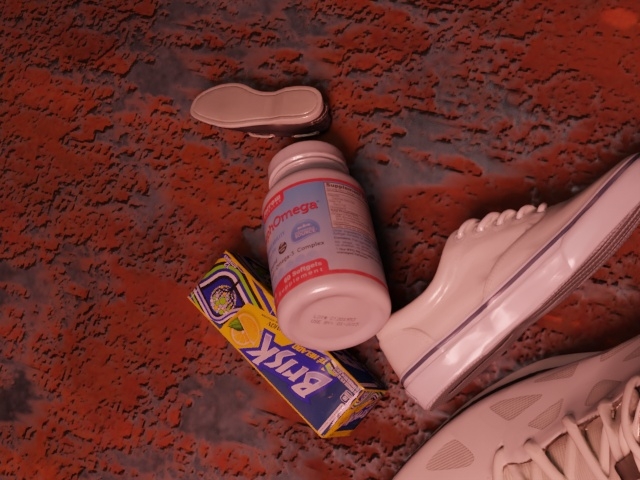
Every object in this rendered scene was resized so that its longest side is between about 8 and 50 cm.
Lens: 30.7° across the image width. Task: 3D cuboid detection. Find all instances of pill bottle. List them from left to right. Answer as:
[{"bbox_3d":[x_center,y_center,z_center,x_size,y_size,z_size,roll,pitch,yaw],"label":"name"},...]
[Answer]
[{"bbox_3d":[0.000,0.000,0.916,0.087,0.087,0.160,-25,49,16],"label":"pill bottle"}]

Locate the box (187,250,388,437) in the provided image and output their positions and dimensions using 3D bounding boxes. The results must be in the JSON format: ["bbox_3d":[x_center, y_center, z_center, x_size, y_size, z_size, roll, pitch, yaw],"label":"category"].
[{"bbox_3d":[-0.027,0.084,0.947,0.169,0.059,0.054,43,100,23],"label":"box"}]

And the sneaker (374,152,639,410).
[{"bbox_3d":[0.142,0.015,0.872,0.258,0.094,0.091,-43,73,11],"label":"sneaker"}]

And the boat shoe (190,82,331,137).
[{"bbox_3d":[-0.051,-0.109,1.003,0.125,0.038,0.046,-1,61,21],"label":"boat shoe"}]

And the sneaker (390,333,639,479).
[{"bbox_3d":[0.184,0.127,0.747,0.448,0.257,0.169,-32,71,14],"label":"sneaker"}]
